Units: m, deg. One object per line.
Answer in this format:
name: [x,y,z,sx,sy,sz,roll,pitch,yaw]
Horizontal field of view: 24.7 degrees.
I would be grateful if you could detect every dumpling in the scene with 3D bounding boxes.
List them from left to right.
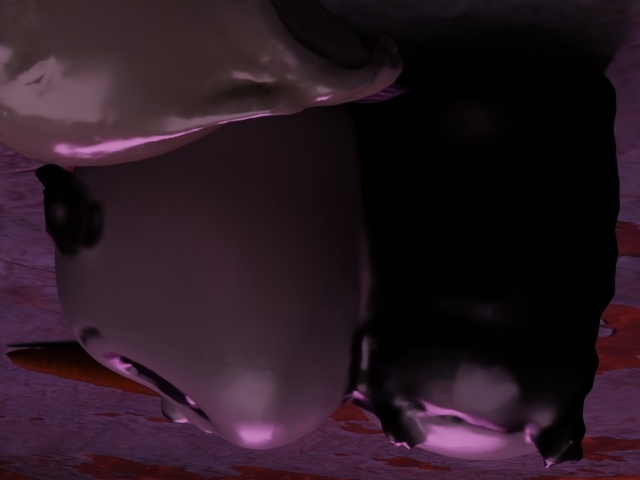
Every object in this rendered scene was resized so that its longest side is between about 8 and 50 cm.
dumpling: [-0.071,-0.093,0.440,0.111,0.181,0.155,-36,-173,11]

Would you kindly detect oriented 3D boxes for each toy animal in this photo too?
toy animal: [0.003,0.008,0.631,0.235,0.165,0.187,2,-179,0]

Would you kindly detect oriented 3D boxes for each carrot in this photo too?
carrot: [-0.183,0.107,1.257,0.216,0.048,0.048,2,165,27]
